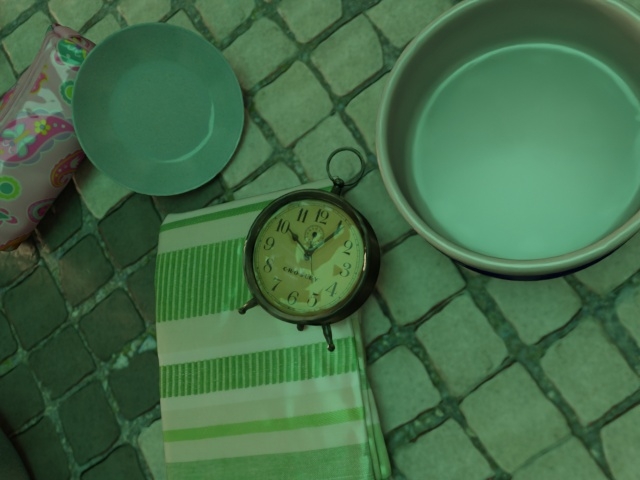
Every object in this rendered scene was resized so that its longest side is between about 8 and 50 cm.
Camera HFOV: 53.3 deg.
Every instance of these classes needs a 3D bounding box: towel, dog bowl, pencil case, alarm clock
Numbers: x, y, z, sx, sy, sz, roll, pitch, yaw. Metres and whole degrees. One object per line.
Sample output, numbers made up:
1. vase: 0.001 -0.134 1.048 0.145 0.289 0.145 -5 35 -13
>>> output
1. towel: -0.065 0.111 0.687 0.247 0.038 0.325 -11 78 17
2. dog bowl: 0.190 -0.096 0.600 0.264 0.104 0.265 -3 79 18
3. pencil case: -0.353 -0.121 0.781 0.124 0.124 0.284 38 93 21
4. alarm clock: 0.000 0.000 0.627 0.129 0.064 0.192 20 91 21

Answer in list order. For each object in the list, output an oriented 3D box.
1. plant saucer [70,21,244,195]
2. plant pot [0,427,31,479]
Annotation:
1. plant saucer: -0.186 -0.150 0.745 0.194 0.037 0.195 -1 98 -8
2. plant pot: -0.469 0.313 0.685 0.247 0.248 0.253 -20 65 14
